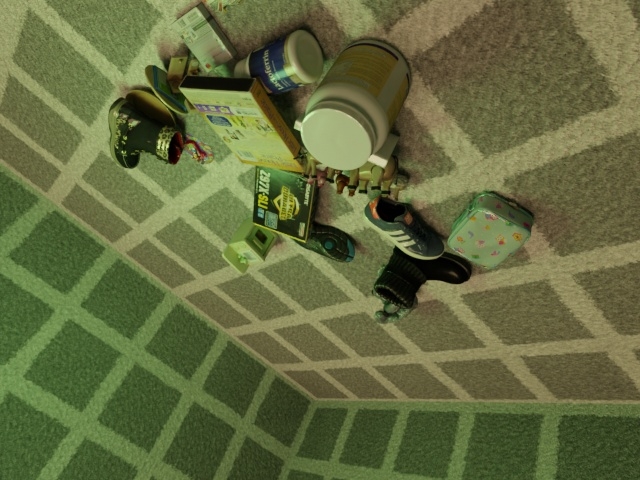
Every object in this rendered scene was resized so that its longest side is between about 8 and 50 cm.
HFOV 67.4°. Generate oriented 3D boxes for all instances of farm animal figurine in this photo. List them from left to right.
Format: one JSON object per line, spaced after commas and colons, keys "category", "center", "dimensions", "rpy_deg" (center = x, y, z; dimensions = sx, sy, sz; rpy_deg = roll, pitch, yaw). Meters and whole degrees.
{"category": "farm animal figurine", "center": [0.118, -0.256, 1.636], "dimensions": [0.326, 0.172, 0.330], "rpy_deg": [9, 178, 22]}

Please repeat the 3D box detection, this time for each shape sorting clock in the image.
{"category": "shape sorting clock", "center": [-0.551, -0.542, 1.733], "dimensions": [0.040, 0.206, 0.206], "rpy_deg": [-35, 116, 22]}

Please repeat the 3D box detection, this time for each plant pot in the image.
{"category": "plant pot", "center": [-0.697, -0.527, 1.989], "dimensions": [0.236, 0.032, 0.236], "rpy_deg": [18, 145, 13]}

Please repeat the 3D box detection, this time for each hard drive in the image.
{"category": "hard drive", "center": [0.091, -0.345, 1.538], "dimensions": [0.307, 0.203, 0.040], "rpy_deg": [25, 127, 4]}

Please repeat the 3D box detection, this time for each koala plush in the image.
{"category": "koala plush", "center": [0.316, 0.238, 2.176], "dimensions": [0.203, 0.196, 0.221], "rpy_deg": [-14, 129, 29]}

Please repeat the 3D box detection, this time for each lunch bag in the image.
{"category": "lunch bag", "center": [0.588, -0.037, 1.684], "dimensions": [0.224, 0.108, 0.279], "rpy_deg": [31, 144, 3]}

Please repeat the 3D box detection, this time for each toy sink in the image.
{"category": "toy sink", "center": [-0.330, 0.023, 2.277], "dimensions": [0.131, 0.234, 0.153], "rpy_deg": [-12, 129, 44]}

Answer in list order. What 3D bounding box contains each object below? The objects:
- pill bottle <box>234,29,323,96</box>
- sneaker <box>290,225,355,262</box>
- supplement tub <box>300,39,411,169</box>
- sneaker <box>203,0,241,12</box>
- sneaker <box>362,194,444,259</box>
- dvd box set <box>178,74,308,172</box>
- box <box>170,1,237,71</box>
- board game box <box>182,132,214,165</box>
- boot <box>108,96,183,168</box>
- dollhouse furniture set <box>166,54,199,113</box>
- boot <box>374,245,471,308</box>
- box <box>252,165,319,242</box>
{"category": "pill bottle", "center": [-0.134, -0.535, 1.487], "dimensions": [0.264, 0.153, 0.153], "rpy_deg": [-5, 134, 39]}
{"category": "sneaker", "center": [0.000, 0.000, 2.151], "dimensions": [0.340, 0.125, 0.140], "rpy_deg": [29, 163, 8]}
{"category": "supplement tub", "center": [0.102, -0.384, 1.364], "dimensions": [0.241, 0.331, 0.241], "rpy_deg": [18, 145, 14]}
{"category": "sneaker", "center": [-0.246, -0.740, 1.375], "dimensions": [0.225, 0.088, 0.092], "rpy_deg": [-13, 149, 44]}
{"category": "sneaker", "center": [0.329, -0.053, 1.818], "dimensions": [0.350, 0.131, 0.148], "rpy_deg": [28, 150, -1]}
{"category": "dvd box set", "center": [-0.249, -0.394, 1.660], "dimensions": [0.307, 0.062, 0.420], "rpy_deg": [13, 159, 30]}
{"category": "box", "center": [-0.384, -0.667, 1.587], "dimensions": [0.145, 0.038, 0.186], "rpy_deg": [-8, 131, 41]}
{"category": "board game box", "center": [-0.541, -0.386, 2.065], "dimensions": [0.168, 0.033, 0.133], "rpy_deg": [32, 146, -7]}
{"category": "boot", "center": [-0.738, -0.400, 2.044], "dimensions": [0.284, 0.138, 0.377], "rpy_deg": [26, 141, 2]}
{"category": "dollhouse furniture set", "center": [-0.437, -0.548, 1.685], "dimensions": [0.151, 0.144, 0.123], "rpy_deg": [63, 146, 13]}
{"category": "boot", "center": [0.411, 0.165, 1.932], "dimensions": [0.347, 0.260, 0.131], "rpy_deg": [18, 145, 14]}
{"category": "box", "center": [-0.145, -0.171, 1.974], "dimensions": [0.257, 0.079, 0.322], "rpy_deg": [21, 131, 12]}
